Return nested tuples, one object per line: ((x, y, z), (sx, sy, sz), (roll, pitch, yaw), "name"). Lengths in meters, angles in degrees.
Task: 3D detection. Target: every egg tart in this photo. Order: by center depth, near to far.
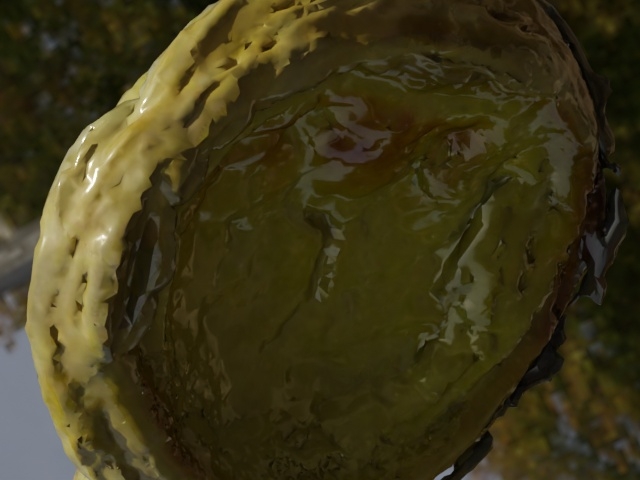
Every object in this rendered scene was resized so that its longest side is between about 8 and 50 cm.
((0.000, 0.000, 0.806), (0.279, 0.279, 0.095), (35, -177, -44), "egg tart")

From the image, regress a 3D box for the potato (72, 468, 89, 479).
((-0.155, 0.184, 1.478), (0.066, 0.096, 0.103), (7, -129, -15), "potato")
